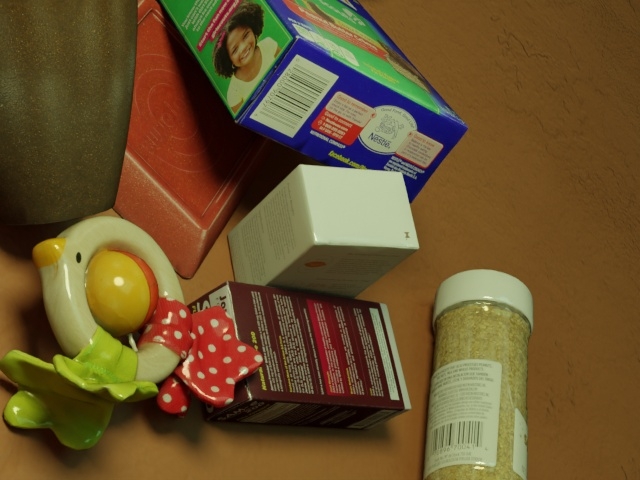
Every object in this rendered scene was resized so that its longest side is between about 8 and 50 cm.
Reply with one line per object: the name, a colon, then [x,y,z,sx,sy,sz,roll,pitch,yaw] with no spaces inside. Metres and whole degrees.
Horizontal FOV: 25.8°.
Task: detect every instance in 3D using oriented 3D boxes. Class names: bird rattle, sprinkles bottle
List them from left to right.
bird rattle: [-0.167,0.075,1.275,0.253,0.143,0.206,-18,90,-49]
sprinkles bottle: [0.180,0.205,1.603,0.121,0.121,0.355,34,46,-29]

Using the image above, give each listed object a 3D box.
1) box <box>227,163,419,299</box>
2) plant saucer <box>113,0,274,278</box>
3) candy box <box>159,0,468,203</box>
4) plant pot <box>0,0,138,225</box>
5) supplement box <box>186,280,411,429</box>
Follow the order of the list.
box: [0.000,0.000,1.479,0.130,0.170,0.091,3,64,-32]
plant saucer: [-0.167,-0.130,1.501,0.259,0.048,0.258,47,40,-16]
candy box: [-0.023,-0.211,1.544,0.268,0.122,0.317,22,23,-41]
plant pot: [-0.260,-0.136,1.286,0.215,0.215,0.230,-20,107,-51]
supplement box: [-0.020,0.125,1.475,0.239,0.073,0.130,12,57,-44]
